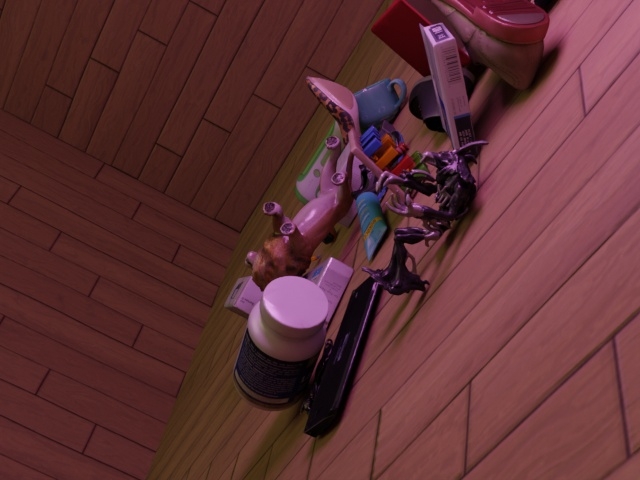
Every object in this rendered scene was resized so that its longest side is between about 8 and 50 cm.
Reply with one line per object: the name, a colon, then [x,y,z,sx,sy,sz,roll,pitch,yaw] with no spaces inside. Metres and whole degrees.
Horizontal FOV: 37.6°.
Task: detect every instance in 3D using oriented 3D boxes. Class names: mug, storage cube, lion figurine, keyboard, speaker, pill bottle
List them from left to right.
pill bottle: [-0.074,0.197,1.799,0.264,0.153,0.153,109,179,-46]
lion figurine: [-0.015,-0.051,2.153,0.392,0.142,0.240,-41,-30,-13]
speaker: [0.043,-0.222,2.564,0.296,0.131,0.131,-56,12,35]
keyboard: [0.035,0.213,1.703,0.201,0.033,0.317,-47,17,54]
mug: [0.144,-0.345,2.397,0.129,0.097,0.158,-29,11,-18]
storage cube: [0.245,-0.453,1.866,0.183,0.215,0.193,-53,7,-14]

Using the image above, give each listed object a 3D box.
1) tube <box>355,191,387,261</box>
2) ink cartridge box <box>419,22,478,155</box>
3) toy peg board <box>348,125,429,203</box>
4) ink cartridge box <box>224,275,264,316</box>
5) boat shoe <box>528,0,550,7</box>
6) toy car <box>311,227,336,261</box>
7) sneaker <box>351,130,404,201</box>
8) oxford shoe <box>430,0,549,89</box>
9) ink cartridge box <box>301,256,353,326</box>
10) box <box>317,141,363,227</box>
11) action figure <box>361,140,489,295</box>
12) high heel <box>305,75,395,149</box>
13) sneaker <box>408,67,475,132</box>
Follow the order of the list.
tube: [0.109,-0.036,1.967,0.207,0.052,0.080,-98,27,-63]
ink cartridge box: [0.222,-0.267,1.632,0.208,0.045,0.206,-93,-12,-67]
toy peg board: [0.140,-0.168,1.860,0.079,0.160,0.161,-44,14,13]
ink cartridge box: [-0.152,0.167,2.415,0.093,0.154,0.212,-62,9,-8]
boat shoe: [0.368,-0.442,1.619,0.109,0.089,0.258,-53,-2,-32]
toy car: [0.000,0.000,2.396,0.040,0.060,0.122,-23,-18,-51]
sneaker: [0.129,-0.163,2.095,0.188,0.078,0.067,-62,10,-3]
oxford shoe: [0.258,-0.360,1.578,0.348,0.123,0.130,-118,21,-54]
ink cartridge box: [-0.047,0.190,2.084,0.261,0.066,0.296,-65,10,-21]
box: [0.070,-0.140,2.295,0.170,0.091,0.130,-59,11,19]
action figure: [0.156,-0.052,1.482,0.164,0.141,0.275,-107,43,-78]
high heel: [0.037,-0.283,2.363,0.186,0.261,0.093,-50,6,40]
sneaker: [0.219,-0.263,1.886,0.118,0.083,0.222,-66,11,-17]
